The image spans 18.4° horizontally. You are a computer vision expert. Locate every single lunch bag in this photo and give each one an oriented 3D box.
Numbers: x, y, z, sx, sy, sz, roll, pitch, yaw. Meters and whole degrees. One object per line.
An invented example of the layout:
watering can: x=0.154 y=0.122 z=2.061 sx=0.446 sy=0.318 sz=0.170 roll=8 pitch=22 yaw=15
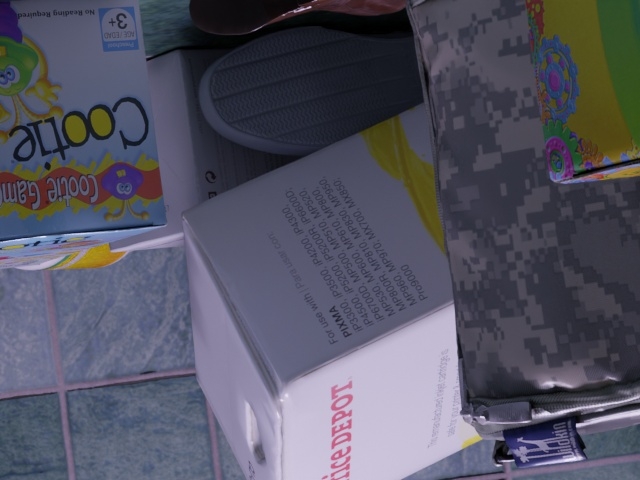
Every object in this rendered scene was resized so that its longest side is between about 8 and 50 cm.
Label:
lunch bag: x=0.190 y=-0.036 z=1.138 sx=0.256 sy=0.305 sz=0.212 roll=-9 pitch=176 yaw=10

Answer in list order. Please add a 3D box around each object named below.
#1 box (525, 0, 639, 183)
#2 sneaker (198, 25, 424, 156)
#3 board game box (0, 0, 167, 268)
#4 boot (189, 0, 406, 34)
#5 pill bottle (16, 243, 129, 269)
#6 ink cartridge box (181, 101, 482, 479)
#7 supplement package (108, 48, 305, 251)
box: x=0.260 y=-0.130 z=0.695 sx=0.279 sy=0.177 sz=0.290 roll=-6 pitch=178 yaw=-26
sneaker: x=0.026 y=-0.105 z=1.429 sx=0.258 sy=0.094 sz=0.091 roll=-7 pitch=173 yaw=-26
board game box: x=-0.216 y=-0.058 z=1.256 sx=0.144 sy=0.142 sz=0.275 roll=-6 pitch=177 yaw=-25
boot: x=-0.008 y=-0.145 z=1.186 sx=0.106 sy=0.037 sz=0.114 roll=-6 pitch=-177 yaw=28
pill bottle: x=-0.253 y=-0.029 z=2.027 sx=0.117 sy=0.117 sz=0.208 roll=-9 pitch=178 yaw=21
ink cartridge box: x=0.102 y=0.026 z=1.443 sx=0.384 sy=0.160 sz=0.279 roll=-25 pitch=154 yaw=-14
supplement package: x=-0.036 y=-0.072 z=1.526 sx=0.244 sy=0.134 sz=0.139 roll=-5 pitch=175 yaw=-38
